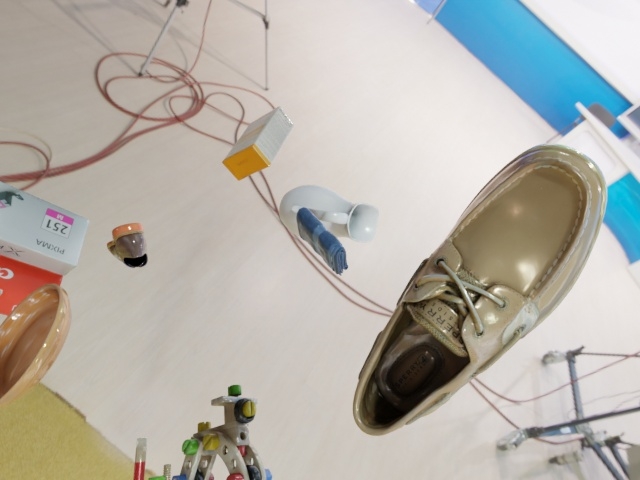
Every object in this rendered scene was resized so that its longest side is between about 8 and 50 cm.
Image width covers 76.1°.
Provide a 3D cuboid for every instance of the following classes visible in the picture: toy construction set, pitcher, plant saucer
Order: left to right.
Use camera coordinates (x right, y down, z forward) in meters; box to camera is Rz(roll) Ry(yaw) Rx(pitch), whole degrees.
[{"bbox_3d":[-0.453,0.162,0.629,0.037,0.200,0.200,46,33,-42],"label":"plant saucer"},{"bbox_3d":[-0.278,0.483,0.988,0.308,0.257,0.237,7,63,-29],"label":"toy construction set"},{"bbox_3d":[-0.002,-0.059,0.893,0.177,0.207,0.125,10,93,-56],"label":"pitcher"}]

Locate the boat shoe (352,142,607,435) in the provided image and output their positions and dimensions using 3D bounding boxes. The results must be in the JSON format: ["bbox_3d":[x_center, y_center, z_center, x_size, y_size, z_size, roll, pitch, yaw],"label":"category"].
[{"bbox_3d":[0.141,0.068,0.397,0.121,0.341,0.110,38,27,27],"label":"boat shoe"}]

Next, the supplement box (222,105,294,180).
[{"bbox_3d":[-0.083,-0.132,0.554,0.036,0.062,0.098,49,43,-30],"label":"supplement box"}]

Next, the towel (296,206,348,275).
[{"bbox_3d":[0.000,0.000,0.665,0.029,0.067,0.119,-30,51,-16],"label":"towel"}]

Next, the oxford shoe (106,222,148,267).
[{"bbox_3d":[-0.527,0.037,1.126,0.097,0.271,0.098,-16,82,-26],"label":"oxford shoe"}]

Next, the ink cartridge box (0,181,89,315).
[{"bbox_3d":[-0.608,0.006,0.768,0.275,0.060,0.239,33,36,-42],"label":"ink cartridge box"}]
